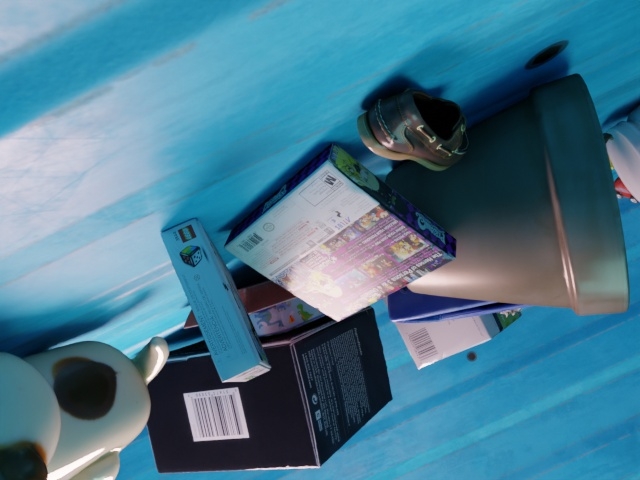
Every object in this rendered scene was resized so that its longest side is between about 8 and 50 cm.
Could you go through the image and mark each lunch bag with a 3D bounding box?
[{"bbox_3d":[-0.098,0.170,1.406,0.219,0.090,0.176,-17,-179,-36],"label":"lunch bag"}]

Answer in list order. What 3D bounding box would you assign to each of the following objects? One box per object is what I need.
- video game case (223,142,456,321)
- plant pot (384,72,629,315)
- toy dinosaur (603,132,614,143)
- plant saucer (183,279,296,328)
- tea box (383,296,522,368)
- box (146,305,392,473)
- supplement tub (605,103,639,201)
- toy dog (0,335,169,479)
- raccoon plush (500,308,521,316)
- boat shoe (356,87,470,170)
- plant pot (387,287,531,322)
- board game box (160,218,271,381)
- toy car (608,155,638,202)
[{"bbox_3d":[0.020,0.005,0.751,0.232,0.210,0.042,-36,-152,42],"label":"video game case"},{"bbox_3d":[0.253,-0.038,0.823,0.280,0.323,0.323,-12,174,22],"label":"plant pot"},{"bbox_3d":[0.451,-0.125,1.102,0.313,0.160,0.121,-17,166,-30],"label":"toy dinosaur"},{"bbox_3d":[-0.113,0.105,1.142,0.258,0.048,0.259,-16,178,-40],"label":"plant saucer"},{"bbox_3d":[0.331,0.121,1.531,0.220,0.329,0.323,-32,166,30],"label":"tea box"},{"bbox_3d":[-0.130,0.378,1.523,0.480,0.297,0.472,-14,179,27],"label":"box"},{"bbox_3d":[0.801,-0.226,1.208,0.316,0.228,0.228,-28,168,12],"label":"supplement tub"},{"bbox_3d":[-0.416,0.277,0.816,0.395,0.284,0.408,-25,167,-2],"label":"toy dog"},{"bbox_3d":[0.498,-0.020,1.322,0.446,0.299,0.216,-17,166,-36],"label":"raccoon plush"},{"bbox_3d":[0.127,-0.125,0.644,0.073,0.073,0.207,-30,168,34],"label":"boat shoe"},{"bbox_3d":[0.260,0.034,1.084,0.236,0.212,0.236,-16,166,31],"label":"plant pot"},{"bbox_3d":[-0.135,0.101,0.813,0.053,0.193,0.305,-24,168,-8],"label":"board game box"},{"bbox_3d":[0.670,-0.145,1.425,0.225,0.239,0.053,-32,128,22],"label":"toy car"}]
